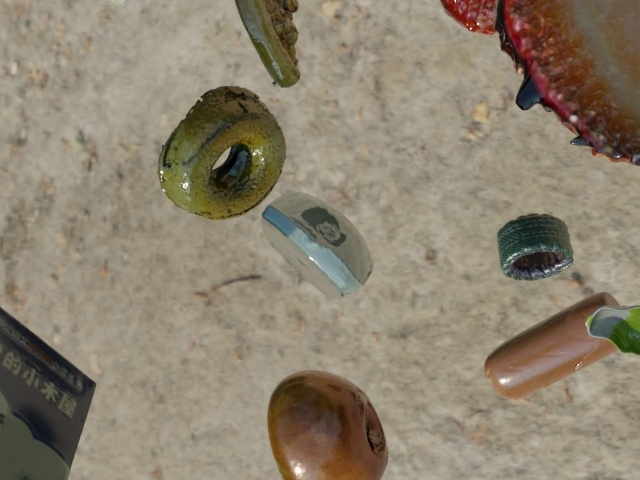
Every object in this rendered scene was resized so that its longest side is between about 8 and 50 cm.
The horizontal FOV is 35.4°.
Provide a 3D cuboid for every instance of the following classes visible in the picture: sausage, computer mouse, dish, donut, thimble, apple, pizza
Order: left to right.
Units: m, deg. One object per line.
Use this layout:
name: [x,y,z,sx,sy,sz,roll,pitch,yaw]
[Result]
donut: [-0.177,-0.156,1.939,0.107,0.272,0.272,35,112,45]
pizza: [-0.053,-0.245,1.062,0.041,0.131,0.178,-19,84,19]
computer mouse: [0.000,0.000,1.052,0.128,0.231,0.079,41,87,-2]
apple: [0.014,0.321,1.634,0.173,0.235,0.210,-12,44,14]
thimble: [0.401,0.012,1.881,0.135,0.118,0.090,-16,53,20]
sausage: [0.462,0.212,1.970,0.304,0.121,0.121,-33,64,27]
dish: [0.473,0.126,1.541,0.039,0.137,0.091,-84,7,-58]

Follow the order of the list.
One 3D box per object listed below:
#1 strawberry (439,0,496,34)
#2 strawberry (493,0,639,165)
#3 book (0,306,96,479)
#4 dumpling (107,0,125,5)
strawberry: [0.369,-0.518,1.814,0.351,0.267,0.312,-29,87,8]
strawberry: [0.303,-0.178,1.033,0.233,0.138,0.306,-7,66,12]
book: [-0.320,0.168,0.904,0.018,0.228,0.322,-36,25,21]
dumpling: [-0.279,-0.336,1.306,0.076,0.052,0.057,15,109,6]
